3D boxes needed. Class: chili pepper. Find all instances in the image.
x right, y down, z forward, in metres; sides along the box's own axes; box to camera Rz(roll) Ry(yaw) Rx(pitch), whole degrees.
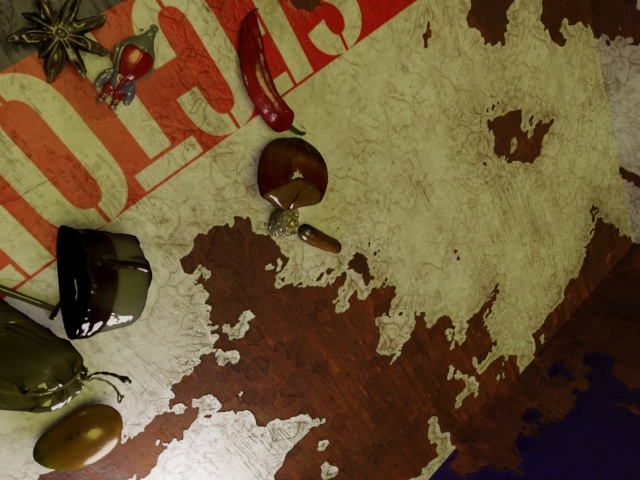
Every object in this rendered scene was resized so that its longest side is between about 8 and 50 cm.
[{"bbox_3d":[-0.144,-0.438,1.302,0.137,0.092,0.368,-39,123,-29],"label":"chili pepper"}]

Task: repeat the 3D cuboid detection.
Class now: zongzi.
[{"bbox_3d":[-0.655,0.199,0.992,0.181,0.447,0.418,-42,122,-60],"label":"zongzi"}]

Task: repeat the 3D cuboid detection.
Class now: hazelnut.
[{"bbox_3d":[-0.082,-0.197,1.366,0.212,0.181,0.181,9,125,-27],"label":"hazelnut"}]

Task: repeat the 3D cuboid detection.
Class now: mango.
[{"bbox_3d":[-0.638,0.532,1.248,0.221,0.120,0.151,-32,114,-12],"label":"mango"}]

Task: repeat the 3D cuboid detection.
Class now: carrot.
[{"bbox_3d":[0.000,0.000,1.524,0.186,0.060,0.060,29,88,-37],"label":"carrot"}]

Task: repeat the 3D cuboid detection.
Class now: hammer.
[{"bbox_3d":[-0.735,0.132,1.141,0.199,0.013,0.062,33,85,-34],"label":"hammer"}]

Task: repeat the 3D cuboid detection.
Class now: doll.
[{"bbox_3d":[-0.456,-0.420,1.122,0.102,0.075,0.227,27,99,-48],"label":"doll"}]

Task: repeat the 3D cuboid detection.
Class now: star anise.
[{"bbox_3d":[-0.579,-0.471,1.026,0.209,0.089,0.231,-15,114,-29],"label":"star anise"}]

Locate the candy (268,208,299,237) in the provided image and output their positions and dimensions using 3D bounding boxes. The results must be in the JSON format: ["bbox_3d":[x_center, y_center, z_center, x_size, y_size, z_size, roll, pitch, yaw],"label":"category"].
[{"bbox_3d":[-0.108,-0.057,1.419,0.085,0.110,0.095,-5,90,-29],"label":"candy"}]

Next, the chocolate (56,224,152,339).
[{"bbox_3d":[-0.515,0.091,1.123,0.186,0.283,0.284,-7,107,-35],"label":"chocolate"}]
